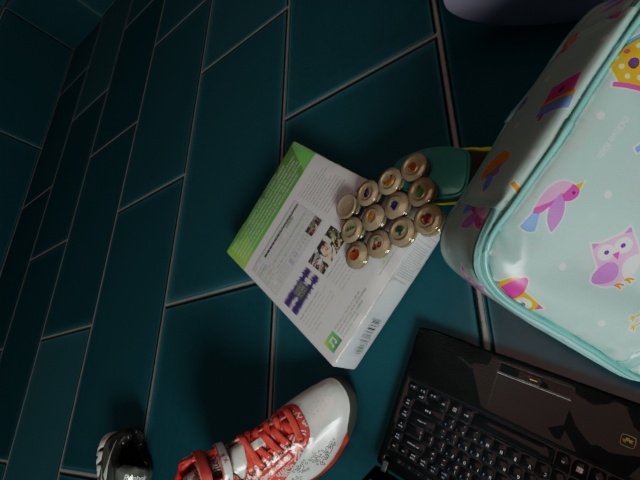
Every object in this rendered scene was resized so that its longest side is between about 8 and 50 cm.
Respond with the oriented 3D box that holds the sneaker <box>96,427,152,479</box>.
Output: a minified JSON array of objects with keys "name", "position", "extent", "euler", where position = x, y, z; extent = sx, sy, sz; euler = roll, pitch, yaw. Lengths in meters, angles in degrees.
[{"name":"sneaker","position":[-0.343,0.439,0.714],"extent":[0.106,0.078,0.235],"euler":[-37,50,26]}]

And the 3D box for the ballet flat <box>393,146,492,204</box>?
[{"name":"ballet flat","position":[0.191,-0.071,0.479],"extent":[0.230,0.077,0.077],"euler":[0,70,47]}]

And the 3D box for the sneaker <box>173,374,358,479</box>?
[{"name":"sneaker","position":[-0.078,0.273,0.514],"extent":[0.270,0.145,0.090],"euler":[-49,48,13]}]

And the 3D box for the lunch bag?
[{"name":"lunch bag","position":[0.256,-0.042,0.327],"extent":[0.279,0.223,0.108],"euler":[-57,6,8]}]

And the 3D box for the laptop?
[{"name":"laptop","position":[0.124,0.228,0.368],"extent":[0.234,0.136,0.265],"euler":[14,81,42]}]

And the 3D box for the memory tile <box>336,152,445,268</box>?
[{"name":"memory tile","position":[0.080,-0.036,0.516],"extent":[0.148,0.012,0.113],"euler":[-29,55,38]}]

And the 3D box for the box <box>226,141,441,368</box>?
[{"name":"box","position":[0.000,0.000,0.631],"extent":[0.322,0.058,0.233],"euler":[37,97,42]}]

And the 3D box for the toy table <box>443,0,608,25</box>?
[{"name":"toy table","position":[0.277,-0.353,0.436],"extent":[0.274,0.252,0.161],"euler":[13,96,31]}]
